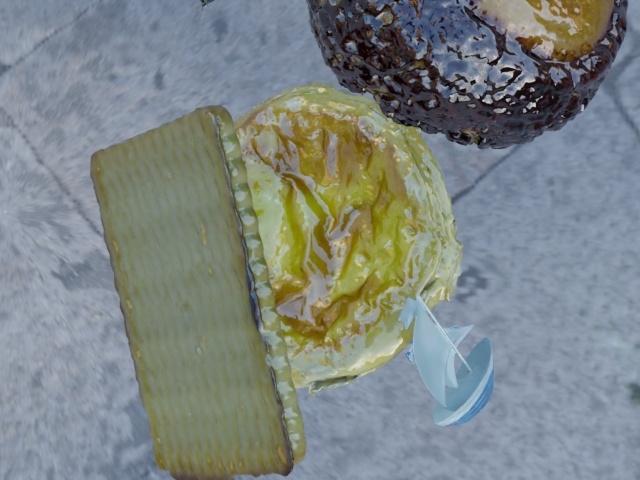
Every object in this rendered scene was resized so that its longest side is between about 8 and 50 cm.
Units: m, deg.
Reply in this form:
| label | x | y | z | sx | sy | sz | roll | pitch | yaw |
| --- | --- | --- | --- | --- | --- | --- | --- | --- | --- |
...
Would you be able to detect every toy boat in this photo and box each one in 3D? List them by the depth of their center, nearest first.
| label | x | y | z | sx | sy | sz | roll | pitch | yaw |
| --- | --- | --- | --- | --- | --- | --- | --- | --- | --- |
| toy boat | 0.120 | 0.122 | 1.268 | 0.149 | 0.034 | 0.105 | 34 | 66 | -44 |

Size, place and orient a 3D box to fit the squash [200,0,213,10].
| label | x | y | z | sx | sy | sz | roll | pitch | yaw |
| --- | --- | --- | --- | --- | --- | --- | --- | --- | --- |
| squash | 0.025 | -0.309 | 1.369 | 0.331 | 0.087 | 0.087 | -16 | 95 | 8 |

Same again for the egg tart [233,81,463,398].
| label | x | y | z | sx | sy | sz | roll | pitch | yaw |
| --- | --- | --- | --- | --- | --- | --- | --- | --- | --- |
| egg tart | -0.001 | -0.001 | 1.392 | 0.341 | 0.132 | 0.341 | -9 | 70 | 26 |

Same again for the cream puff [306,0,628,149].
| label | x | y | z | sx | sy | sz | roll | pitch | yaw |
| --- | --- | --- | --- | --- | --- | --- | --- | --- | --- |
| cream puff | 0.099 | -0.176 | 0.944 | 0.239 | 0.165 | 0.239 | 14 | 63 | -30 |

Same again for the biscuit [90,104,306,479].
| label | x | y | z | sx | sy | sz | roll | pitch | yaw |
| --- | --- | --- | --- | --- | --- | --- | --- | --- | --- |
| biscuit | -0.087 | 0.044 | 0.934 | 0.029 | 0.172 | 0.254 | -11 | 88 | -41 |
